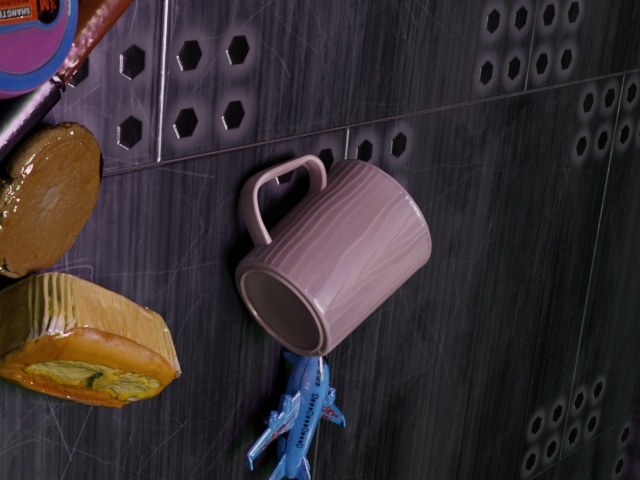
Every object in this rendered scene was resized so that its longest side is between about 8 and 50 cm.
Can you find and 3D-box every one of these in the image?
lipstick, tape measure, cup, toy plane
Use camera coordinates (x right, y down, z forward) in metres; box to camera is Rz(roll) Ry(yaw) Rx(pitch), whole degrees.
[{"bbox_3d":[-0.321,-0.241,1.564,0.418,0.077,0.077,-56,141,-20],"label":"lipstick"},{"bbox_3d":[-0.391,-0.279,1.402,0.231,0.149,0.245,-28,119,-55],"label":"tape measure"},{"bbox_3d":[0.014,0.006,1.997,0.273,0.208,0.288,-44,137,-29],"label":"cup"},{"bbox_3d":[-0.037,0.298,2.150,0.254,0.105,0.271,-14,115,-49],"label":"toy plane"}]

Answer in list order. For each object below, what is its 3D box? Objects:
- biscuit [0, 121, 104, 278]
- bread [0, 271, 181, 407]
[{"bbox_3d":[-0.352,-0.051,1.592,0.226,0.042,0.226,-53,161,-28],"label":"biscuit"},{"bbox_3d":[-0.320,0.142,1.687,0.288,0.152,0.119,32,42,-54],"label":"bread"}]
